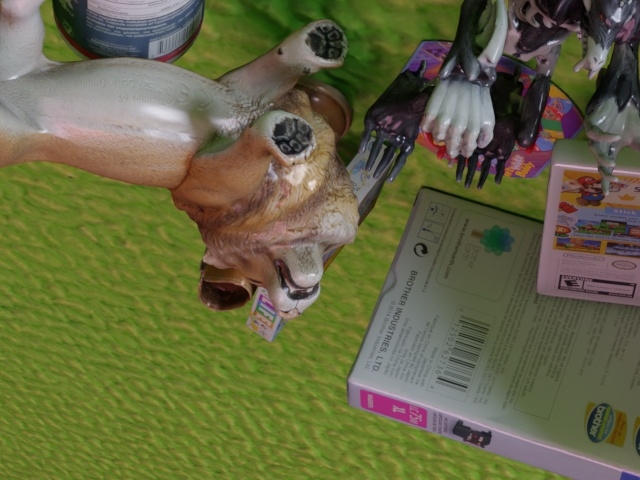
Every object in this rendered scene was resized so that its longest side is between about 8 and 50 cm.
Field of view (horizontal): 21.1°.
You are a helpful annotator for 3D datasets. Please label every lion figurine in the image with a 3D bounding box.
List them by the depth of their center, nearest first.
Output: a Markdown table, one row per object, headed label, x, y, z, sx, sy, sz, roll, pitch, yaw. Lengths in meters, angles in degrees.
| label | x | y | z | sx | sy | sz | roll | pitch | yaw |
| --- | --- | --- | --- | --- | --- | --- | --- | --- | --- |
| lion figurine | -0.134 | -0.078 | 1.136 | 0.392 | 0.142 | 0.240 | 20 | 157 | -19 |

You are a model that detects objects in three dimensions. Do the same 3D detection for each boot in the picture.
| label | x | y | z | sx | sy | sz | roll | pitch | yaw |
| --- | --- | --- | --- | --- | --- | --- | --- | --- | --- |
| boot | -0.040 | -0.033 | 1.336 | 0.073 | 0.152 | 0.197 | 23 | 156 | 0 |

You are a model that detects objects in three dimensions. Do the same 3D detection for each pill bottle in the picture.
| label | x | y | z | sx | sy | sz | roll | pitch | yaw |
| --- | --- | --- | --- | --- | --- | --- | --- | --- | --- |
| pill bottle | -0.124 | -0.197 | 1.129 | 0.108 | 0.108 | 0.180 | 22 | 155 | 3 |

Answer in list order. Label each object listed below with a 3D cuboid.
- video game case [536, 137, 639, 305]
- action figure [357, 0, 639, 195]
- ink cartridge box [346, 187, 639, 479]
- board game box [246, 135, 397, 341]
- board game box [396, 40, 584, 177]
| label | x | y | z | sx | sy | sz | roll | pitch | yaw |
| --- | --- | --- | --- | --- | --- | --- | --- | --- | --- |
| video game case | 0.273 | -0.002 | 1.235 | 0.227 | 0.026 | 0.206 | 7 | 153 | 7 |
| action figure | 0.136 | -0.101 | 1.058 | 0.164 | 0.141 | 0.275 | 13 | 157 | -18 |
| ink cartridge box | 0.195 | 0.088 | 1.342 | 0.311 | 0.186 | 0.065 | 16 | 152 | 14 |
| board game box | 0.000 | 0.000 | 1.366 | 0.026 | 0.154 | 0.103 | 35 | 157 | 6 |
| board game box | 0.112 | -0.080 | 1.256 | 0.133 | 0.033 | 0.169 | 25 | 156 | -5 |
